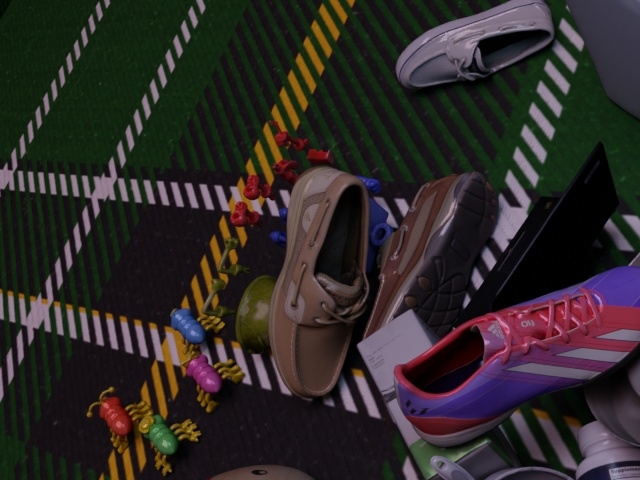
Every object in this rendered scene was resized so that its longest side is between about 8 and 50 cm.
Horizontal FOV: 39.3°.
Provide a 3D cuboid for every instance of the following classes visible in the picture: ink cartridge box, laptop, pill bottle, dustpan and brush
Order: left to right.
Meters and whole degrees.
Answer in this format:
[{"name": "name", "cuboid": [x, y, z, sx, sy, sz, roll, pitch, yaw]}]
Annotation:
[{"name": "ink cartridge box", "cuboid": [0.152, 0.215, 1.122, 0.093, 0.160, 0.219, -35, 47, 8]}, {"name": "dustpan and brush", "cuboid": [0.197, 0.295, 1.001, 0.147, 0.211, 0.060, -56, 10, -9]}, {"name": "laptop", "cuboid": [0.255, 0.007, 1.140, 0.234, 0.137, 0.264, -54, 19, -7]}, {"name": "pill bottle", "cuboid": [0.335, 0.287, 0.986, 0.094, 0.094, 0.169, -22, 49, 23]}]

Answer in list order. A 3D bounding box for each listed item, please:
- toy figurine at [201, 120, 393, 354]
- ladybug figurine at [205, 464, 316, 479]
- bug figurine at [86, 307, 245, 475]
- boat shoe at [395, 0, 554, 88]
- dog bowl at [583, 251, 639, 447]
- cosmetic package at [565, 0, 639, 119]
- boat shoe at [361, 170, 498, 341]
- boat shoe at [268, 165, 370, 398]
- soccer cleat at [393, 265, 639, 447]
[{"name": "toy figurine", "cuboid": [0.000, 0.000, 1.371, 0.217, 0.191, 0.362, 6, 66, 33]}, {"name": "ladybug figurine", "cuboid": [-0.169, 0.479, 1.174, 0.449, 0.162, 0.305, -49, 45, -2]}, {"name": "bug figurine", "cuboid": [-0.250, 0.239, 1.461, 0.279, 0.072, 0.216, -52, 45, -6]}, {"name": "boat shoe", "cuboid": [0.250, -0.304, 1.459, 0.268, 0.096, 0.088, -18, 47, 15]}, {"name": "dog bowl", "cuboid": [0.444, 0.093, 0.940, 0.349, 0.102, 0.348, -47, 16, 19]}, {"name": "cosmetic package", "cuboid": [0.556, -0.331, 1.083, 0.394, 0.329, 0.327, -42, 46, 3]}, {"name": "boat shoe", "cuboid": [0.142, 0.041, 1.290, 0.116, 0.123, 0.324, 9, 59, 46]}, {"name": "boat shoe", "cuboid": [0.005, 0.070, 1.258, 0.110, 0.122, 0.341, 22, 113, 57]}, {"name": "soccer cleat", "cuboid": [0.227, 0.110, 0.969, 0.318, 0.116, 0.108, -30, 44, 4]}]
